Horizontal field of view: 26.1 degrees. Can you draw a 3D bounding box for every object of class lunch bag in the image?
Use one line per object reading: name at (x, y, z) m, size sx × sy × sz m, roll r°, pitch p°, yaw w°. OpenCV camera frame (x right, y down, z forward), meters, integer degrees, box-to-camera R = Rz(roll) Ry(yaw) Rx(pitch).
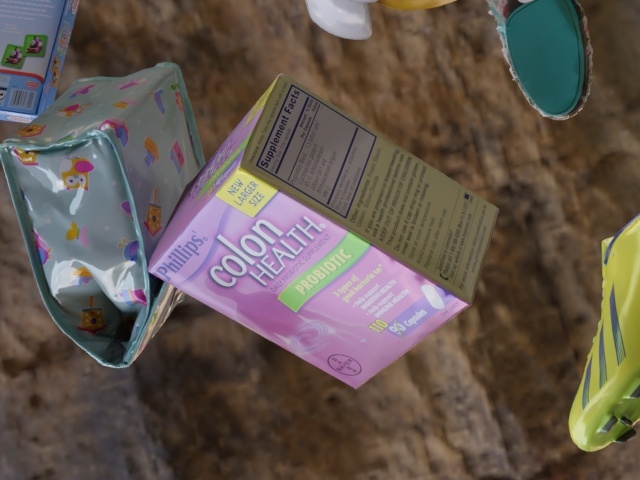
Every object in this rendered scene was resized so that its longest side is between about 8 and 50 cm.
lunch bag at (-0.200, -0.024, 1.437) m, size 0.223 × 0.160 × 0.262 m, roll -61°, pitch -41°, yaw -63°

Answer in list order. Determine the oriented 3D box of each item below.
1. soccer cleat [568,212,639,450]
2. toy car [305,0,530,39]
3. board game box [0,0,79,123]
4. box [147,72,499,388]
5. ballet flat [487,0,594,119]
soccer cleat at (0.300, 0.059, 1.290) m, size 0.121 × 0.289 × 0.093 m, roll 32°, pitch -172°, yaw 34°
toy car at (0.061, -0.200, 0.779) m, size 0.182 × 0.159 × 0.136 m, roll 97°, pitch 160°, yaw -84°
board game box at (-0.358, -0.241, 1.548) m, size 0.039 × 0.160 × 0.212 m, roll 54°, pitch -134°, yaw -71°
box at (0.000, 0.000, 1.281) m, size 0.213 × 0.243 × 0.117 m, roll -43°, pitch 20°, yaw 50°
ballet flat at (0.197, -0.231, 1.298) m, size 0.241 × 0.091 × 0.077 m, roll 67°, pitch -156°, yaw -3°
